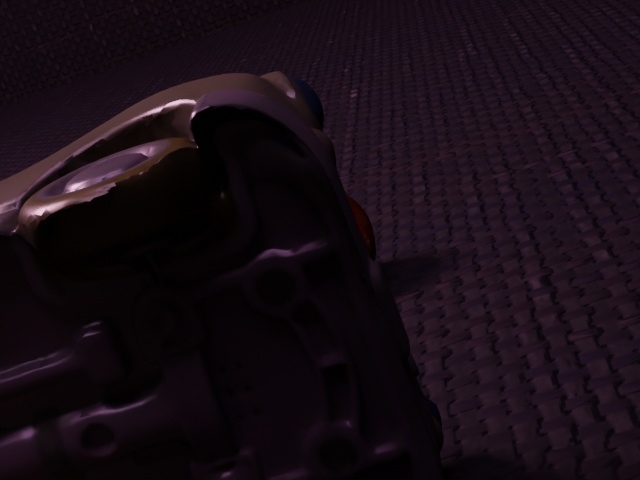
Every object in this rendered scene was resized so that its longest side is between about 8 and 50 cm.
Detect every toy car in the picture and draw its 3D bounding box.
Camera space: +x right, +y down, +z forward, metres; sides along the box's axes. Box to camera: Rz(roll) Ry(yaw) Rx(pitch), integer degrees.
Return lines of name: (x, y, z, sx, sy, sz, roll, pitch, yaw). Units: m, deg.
toy car: (-0.123, 0.070, 0.586, 0.336, 0.242, 0.226, -20, 15, 5)

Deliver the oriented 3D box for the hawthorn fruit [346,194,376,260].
hawthorn fruit: (0.000, 0.000, 0.883, 0.093, 0.093, 0.093, -18, 18, 6)
